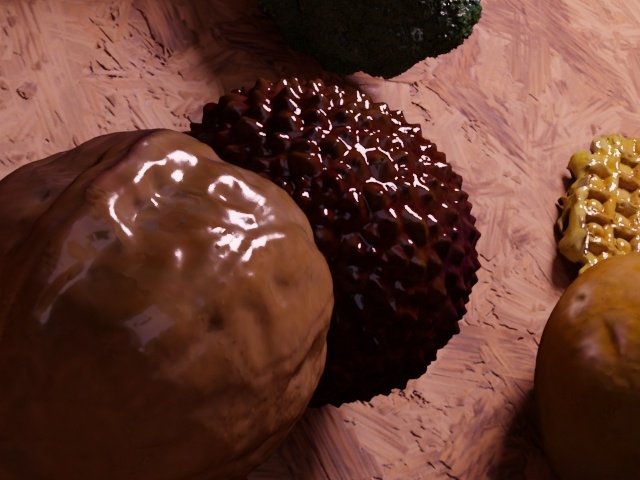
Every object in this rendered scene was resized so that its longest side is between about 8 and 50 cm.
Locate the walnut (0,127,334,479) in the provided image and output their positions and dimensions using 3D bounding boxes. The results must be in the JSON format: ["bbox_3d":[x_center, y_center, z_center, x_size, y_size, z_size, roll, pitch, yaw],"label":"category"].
[{"bbox_3d":[-0.160,0.073,1.246,0.306,0.306,0.344,48,37,4],"label":"walnut"}]

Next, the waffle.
[{"bbox_3d":[0.381,-0.007,1.925,0.280,0.060,0.262,-16,67,-40],"label":"waffle"}]

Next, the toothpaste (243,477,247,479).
[{"bbox_3d":[-0.132,0.177,1.459,0.066,0.076,0.320,-11,66,-37],"label":"toothpaste"}]

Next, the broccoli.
[{"bbox_3d":[0.059,-0.313,1.819,0.270,0.270,0.270,38,15,-5],"label":"broccoli"}]

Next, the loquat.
[{"bbox_3d":[0.340,0.153,1.667,0.276,0.276,0.284,24,75,-17],"label":"loquat"}]

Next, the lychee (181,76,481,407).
[{"bbox_3d":[0.000,0.000,1.518,0.330,0.306,0.306,59,24,-53],"label":"lychee"}]
